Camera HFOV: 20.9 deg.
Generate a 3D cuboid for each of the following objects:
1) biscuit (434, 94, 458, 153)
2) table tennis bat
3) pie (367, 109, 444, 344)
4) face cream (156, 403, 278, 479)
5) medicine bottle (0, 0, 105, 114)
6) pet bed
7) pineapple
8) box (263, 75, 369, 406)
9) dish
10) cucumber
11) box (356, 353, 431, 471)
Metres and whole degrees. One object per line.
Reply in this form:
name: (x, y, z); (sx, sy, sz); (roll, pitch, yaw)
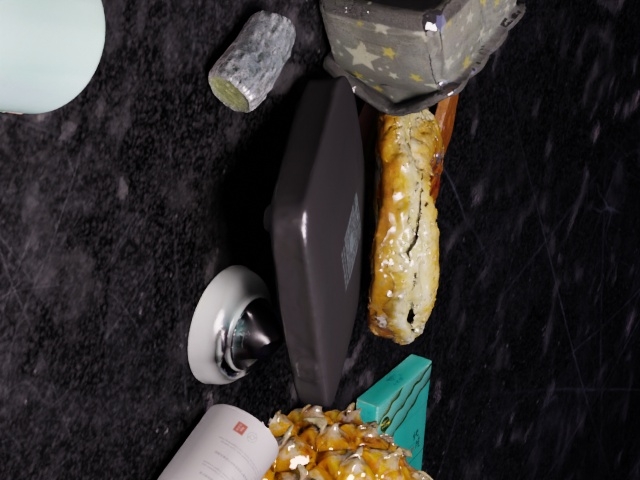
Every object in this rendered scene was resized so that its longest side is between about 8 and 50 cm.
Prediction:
biscuit: (0.161, -0.153, 2.304); (0.102, 0.019, 0.130); (87, 19, -55)
table tennis bat: (0.090, -0.153, 2.179); (0.200, 0.038, 0.310); (-21, 126, -61)
pie: (0.103, -0.013, 2.101); (0.308, 0.085, 0.308); (3, 90, -87)
face cream: (-0.141, 0.290, 1.917); (0.214, 0.096, 0.096); (-53, 147, -34)
medicine bottle: (-0.280, -0.171, 1.338); (0.225, 0.139, 0.139); (-2, 107, -63)
pet bed: (0.121, -0.258, 2.009); (0.211, 0.183, 0.159); (-51, 143, -37)
pineapple: (0.074, 0.309, 2.130); (0.344, 0.286, 0.209); (-16, 119, -61)
box: (0.000, 0.000, 1.954); (0.289, 0.073, 0.290); (-76, 163, -49)
dish: (-0.079, 0.105, 1.950); (0.141, 0.078, 0.141); (-39, 138, -47)
cucumber: (-0.068, -0.190, 1.819); (0.112, 0.064, 0.064); (-58, 150, -28)
box: (0.096, 0.292, 2.431); (0.161, 0.042, 0.226); (-34, 135, -53)
